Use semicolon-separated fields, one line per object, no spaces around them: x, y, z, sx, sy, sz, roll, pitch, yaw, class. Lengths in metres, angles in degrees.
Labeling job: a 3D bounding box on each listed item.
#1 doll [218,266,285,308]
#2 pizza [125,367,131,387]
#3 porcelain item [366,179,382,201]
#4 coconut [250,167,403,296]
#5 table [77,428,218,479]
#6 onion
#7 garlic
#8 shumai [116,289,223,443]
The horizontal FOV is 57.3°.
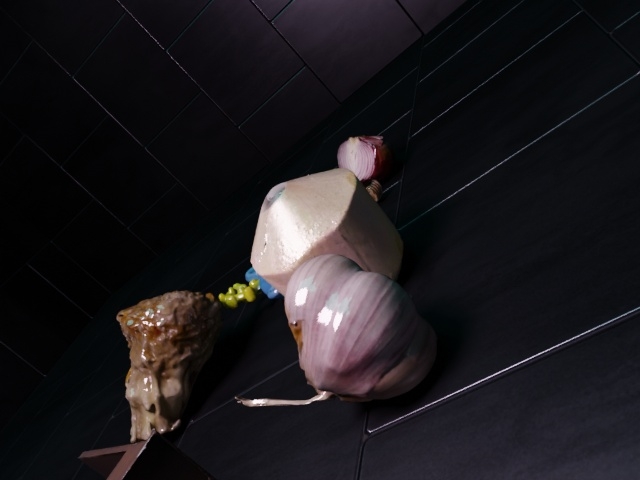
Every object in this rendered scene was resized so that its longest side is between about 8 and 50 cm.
-0.055;0.052;1.329;0.346;0.098;0.341;-30;9;28;doll
-0.488;0.342;1.675;0.161;0.062;0.182;-52;12;-3;pizza
0.076;-0.092;1.401;0.213;0.054;0.084;-20;31;55;porcelain item
0.000;0.000;0.992;0.239;0.244;0.239;-33;25;17;coconut
-0.264;0.409;0.728;0.282;0.196;0.250;-27;24;46;table
0.126;-0.193;1.468;0.098;0.151;0.206;-14;18;-22;onion
0.020;0.138;0.785;0.257;0.207;0.207;-37;18;19;garlic
-0.299;0.265;1.236;0.217;0.283;0.346;-8;-22;-11;shumai
